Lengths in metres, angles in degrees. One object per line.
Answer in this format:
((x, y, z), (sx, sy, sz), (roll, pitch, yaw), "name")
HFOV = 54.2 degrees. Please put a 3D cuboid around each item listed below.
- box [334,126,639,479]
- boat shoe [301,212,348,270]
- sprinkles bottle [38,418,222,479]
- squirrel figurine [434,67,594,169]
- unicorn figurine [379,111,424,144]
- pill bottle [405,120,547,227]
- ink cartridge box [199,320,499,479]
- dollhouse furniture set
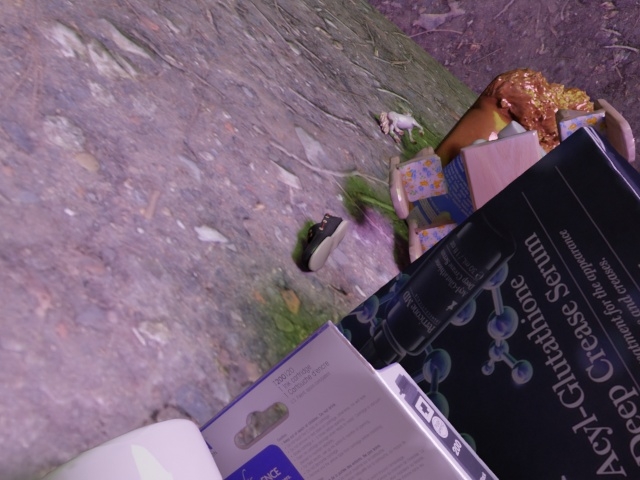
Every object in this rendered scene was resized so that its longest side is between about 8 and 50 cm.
((0.202, 0.151, 0.596), (0.211, 0.395, 0.294), (27, 33, -35), "box")
((0.000, 0.002, 0.893), (0.042, 0.049, 0.133), (22, 32, 11), "boat shoe")
((-0.054, 0.285, 0.345), (0.121, 0.121, 0.356), (2, 52, -55), "sprinkles bottle")
((0.475, -0.175, 1.439), (0.370, 0.397, 0.281), (39, 22, 2), "squirrel figurine")
((0.209, -0.289, 1.566), (0.161, 0.060, 0.111), (19, 39, -45), "unicorn figurine")
((0.305, -0.099, 1.220), (0.152, 0.272, 0.152), (35, 30, -24), "pill bottle")
((0.011, 0.189, 0.473), (0.208, 0.206, 0.045), (49, 23, 3), "ink cartridge box")
((0.334, 0.027, 1.031), (0.257, 0.361, 0.395), (-78, 152, -60), "dollhouse furniture set")
